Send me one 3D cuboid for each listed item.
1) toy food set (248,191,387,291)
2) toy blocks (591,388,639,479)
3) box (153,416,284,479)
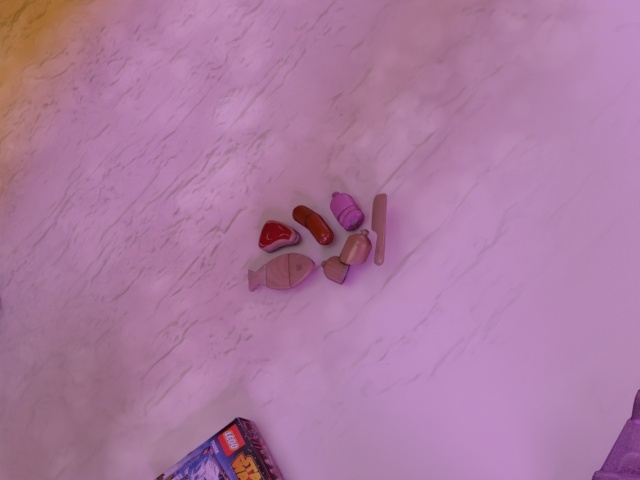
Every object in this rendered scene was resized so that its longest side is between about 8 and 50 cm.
[{"bbox_3d":[0.000,0.000,0.757,0.122,0.019,0.078,-7,69,31],"label":"toy food set"},{"bbox_3d":[0.217,0.144,0.427,0.308,0.288,0.260,1,78,39],"label":"toy blocks"},{"bbox_3d":[-0.060,0.211,0.705,0.094,0.027,0.137,-37,61,11],"label":"box"}]
